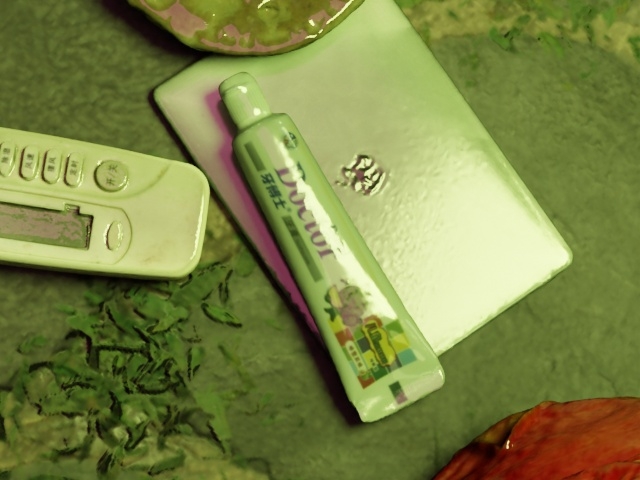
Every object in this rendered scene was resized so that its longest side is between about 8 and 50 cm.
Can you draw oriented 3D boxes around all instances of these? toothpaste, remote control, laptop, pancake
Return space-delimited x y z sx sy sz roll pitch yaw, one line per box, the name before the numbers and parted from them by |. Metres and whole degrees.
toothpaste | 0.000 0.000 1.148 0.067 0.037 0.255 -27 88 -9
remote control | -0.192 -0.025 1.132 0.230 0.049 0.090 9 79 -6
laptop | 0.030 -0.044 1.183 0.187 0.015 0.269 -34 85 -12
pancake | -0.064 -0.237 1.193 0.236 0.042 0.222 25 74 1

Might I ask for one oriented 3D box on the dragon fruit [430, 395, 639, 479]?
dragon fruit | 0.132 0.180 1.003 0.228 0.329 0.286 18 78 3
